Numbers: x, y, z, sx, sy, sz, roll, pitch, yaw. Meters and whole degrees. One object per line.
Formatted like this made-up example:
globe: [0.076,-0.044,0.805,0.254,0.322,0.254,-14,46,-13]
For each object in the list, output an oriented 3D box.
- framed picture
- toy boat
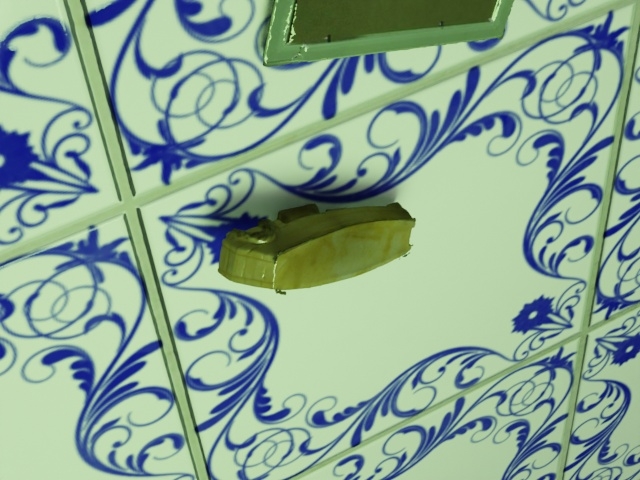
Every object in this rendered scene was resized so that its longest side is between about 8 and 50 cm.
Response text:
framed picture: [0.080,-0.263,0.822,0.231,0.018,0.293,-12,135,-29]
toy boat: [0.000,0.000,0.987,0.206,0.072,0.064,-12,121,-43]
